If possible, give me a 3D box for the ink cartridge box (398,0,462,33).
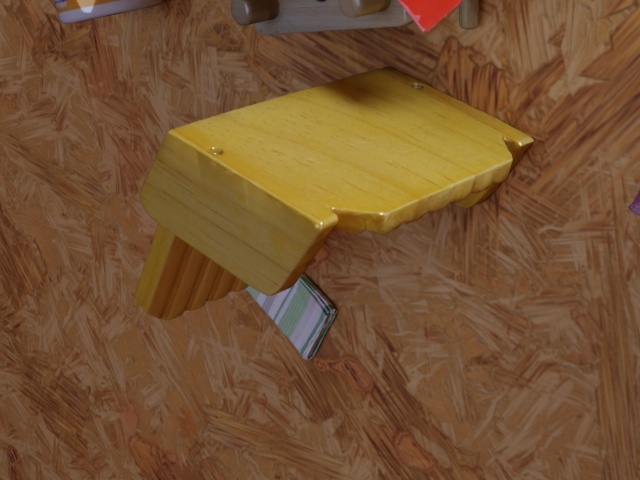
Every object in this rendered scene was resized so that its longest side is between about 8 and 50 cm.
[{"bbox_3d":[0.122,-0.383,1.168,0.275,0.060,0.239,-41,81,16],"label":"ink cartridge box"}]

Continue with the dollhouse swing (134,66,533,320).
[{"bbox_3d":[0.000,0.000,1.354,0.315,0.347,0.304,32,127,32],"label":"dollhouse swing"}]

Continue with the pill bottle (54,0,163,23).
[{"bbox_3d":[-0.317,-0.445,1.633,0.152,0.152,0.272,0,107,46],"label":"pill bottle"}]

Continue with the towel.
[{"bbox_3d":[-0.048,0.085,1.686,0.152,0.023,0.113,46,134,22],"label":"towel"}]

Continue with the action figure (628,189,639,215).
[{"bbox_3d":[0.393,-0.140,0.965,0.276,0.248,0.370,32,130,32],"label":"action figure"}]

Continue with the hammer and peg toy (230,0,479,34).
[{"bbox_3d":[0.033,-0.357,1.329,0.361,0.127,0.265,7,112,44],"label":"hammer and peg toy"}]
